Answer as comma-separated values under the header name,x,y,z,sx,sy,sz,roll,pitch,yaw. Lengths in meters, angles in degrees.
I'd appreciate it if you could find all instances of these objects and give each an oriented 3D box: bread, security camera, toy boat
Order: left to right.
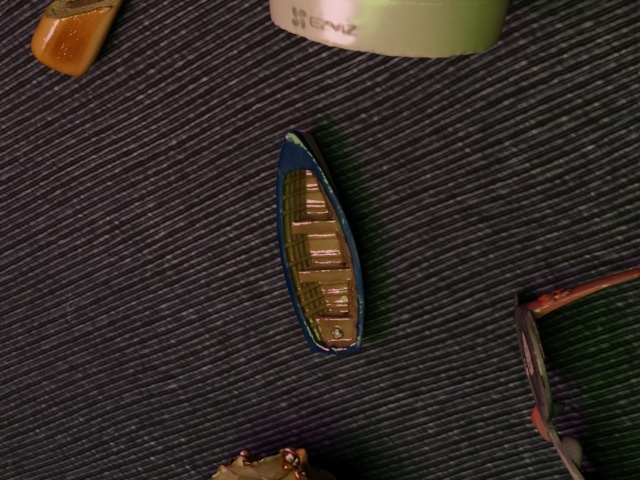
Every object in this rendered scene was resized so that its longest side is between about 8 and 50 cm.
name,x,y,z,sx,sy,sz,roll,pitch,yaw
bread,-0.228,-0.208,1.059,0.062,0.049,0.103,21,122,-21
toy boat,0.000,0.000,1.064,0.080,0.046,0.229,-3,111,24
security camera,0.060,-0.269,0.837,0.194,0.194,0.236,12,113,17

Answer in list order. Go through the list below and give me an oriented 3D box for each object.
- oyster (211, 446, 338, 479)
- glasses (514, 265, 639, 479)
name,x,y,z,sx,sy,sz,roll,pitch,yaw
oyster,-0.075,0.333,1.186,0.337,0.133,0.198,-30,68,35
glasses,0.316,0.120,0.996,0.268,0.118,0.234,-21,103,8
